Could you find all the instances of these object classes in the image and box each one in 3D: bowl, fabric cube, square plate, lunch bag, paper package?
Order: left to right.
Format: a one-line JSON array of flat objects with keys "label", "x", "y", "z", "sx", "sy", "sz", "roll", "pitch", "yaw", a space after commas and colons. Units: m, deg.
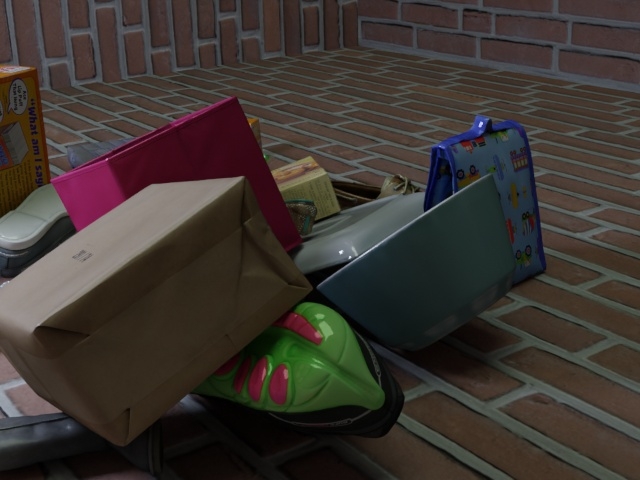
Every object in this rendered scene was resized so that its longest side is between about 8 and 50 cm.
[{"label": "paper package", "x": -0.224, "y": 0.068, "z": 1.211, "sx": 0.309, "sy": 0.168, "sz": 0.325, "roll": -39, "pitch": 19, "yaw": -22}, {"label": "fabric cube", "x": -0.231, "y": -0.049, "z": 1.594, "sx": 0.259, "sy": 0.258, "sz": 0.254, "roll": -32, "pitch": 13, "yaw": -32}, {"label": "square plate", "x": 0.000, "y": 0.000, "z": 1.729, "sx": 0.347, "sy": 0.049, "sz": 0.344, "roll": -16, "pitch": 9, "yaw": 35}, {"label": "bowl", "x": 0.167, "y": 0.050, "z": 1.473, "sx": 0.311, "sy": 0.163, "sz": 0.311, "roll": -34, "pitch": -4, "yaw": -3}, {"label": "lunch bag", "x": 0.280, "y": -0.068, "z": 1.709, "sx": 0.221, "sy": 0.293, "sz": 0.138, "roll": -19, "pitch": 26, "yaw": -40}]

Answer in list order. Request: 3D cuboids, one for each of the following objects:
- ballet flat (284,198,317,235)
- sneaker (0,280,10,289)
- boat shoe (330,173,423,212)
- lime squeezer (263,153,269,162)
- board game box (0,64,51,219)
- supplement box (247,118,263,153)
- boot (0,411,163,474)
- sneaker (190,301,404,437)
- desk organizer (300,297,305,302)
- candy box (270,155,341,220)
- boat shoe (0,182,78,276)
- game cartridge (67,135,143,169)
[{"label": "ballet flat", "x": -0.074, "y": -0.030, "z": 1.684, "sx": 0.073, "sy": 0.067, "sz": 0.206, "roll": 8, "pitch": -6, "yaw": -26}, {"label": "sneaker", "x": -0.505, "y": 0.117, "z": 1.609, "sx": 0.082, "sy": 0.071, "sz": 0.191, "roll": 7, "pitch": 21, "yaw": 7}, {"label": "boat shoe", "x": 0.146, "y": -0.068, "z": 1.980, "sx": 0.324, "sy": 0.120, "sz": 0.122, "roll": 2, "pitch": 20, "yaw": 11}, {"label": "lime squeezer", "x": -0.204, "y": -0.075, "z": 2.040, "sx": 0.310, "sy": 0.059, "sz": 0.110, "roll": -27, "pitch": 23, "yaw": 48}, {"label": "board game box", "x": -0.785, "y": -0.143, "z": 1.932, "sx": 0.356, "sy": 0.357, "sz": 0.356, "roll": 8, "pitch": 22, "yaw": 27}, {"label": "supplement box", "x": -0.183, "y": -0.267, "z": 2.610, "sx": 0.036, "sy": 0.098, "sz": 0.062, "roll": 0, "pitch": 20, "yaw": 18}, {"label": "boot", "x": -0.301, "y": 0.246, "z": 1.208, "sx": 0.208, "sy": 0.076, "sz": 0.189, "roll": -1, "pitch": 4, "yaw": -17}, {"label": "sneaker", "x": -0.058, "y": 0.171, "z": 1.305, "sx": 0.202, "sy": 0.185, "sz": 0.483, "roll": 38, "pitch": -10, "yaw": -23}, {"label": "desk organizer", "x": -0.076, "y": 0.056, "z": 1.512, "sx": 0.047, "sy": 0.130, "sz": 0.050, "roll": 3, "pitch": 42, "yaw": 39}, {"label": "candy box", "x": -0.135, "y": -0.055, "z": 1.884, "sx": 0.316, "sy": 0.088, "sz": 0.183, "roll": -22, "pitch": 17, "yaw": -4}, {"label": "boat shoe", "x": -0.536, "y": -0.028, "z": 1.947, "sx": 0.116, "sy": 0.099, "sz": 0.319, "roll": 21, "pitch": 29, "yaw": 12}, {"label": "game cartridge", "x": -0.487, "y": -0.191, "z": 2.492, "sx": 0.230, "sy": 0.068, "sz": 0.355, "roll": -16, "pitch": 24, "yaw": -24}]
